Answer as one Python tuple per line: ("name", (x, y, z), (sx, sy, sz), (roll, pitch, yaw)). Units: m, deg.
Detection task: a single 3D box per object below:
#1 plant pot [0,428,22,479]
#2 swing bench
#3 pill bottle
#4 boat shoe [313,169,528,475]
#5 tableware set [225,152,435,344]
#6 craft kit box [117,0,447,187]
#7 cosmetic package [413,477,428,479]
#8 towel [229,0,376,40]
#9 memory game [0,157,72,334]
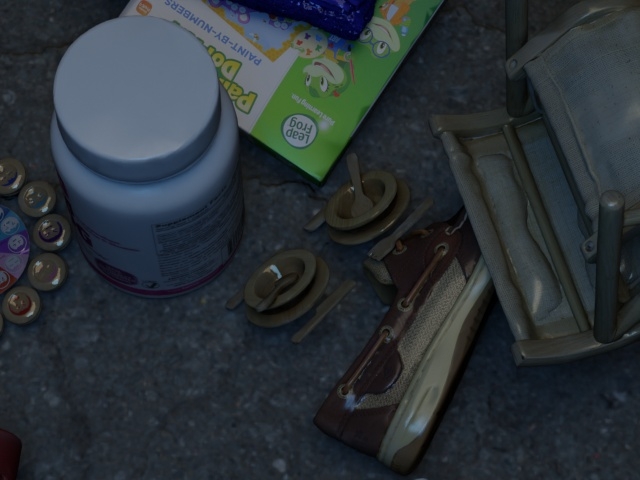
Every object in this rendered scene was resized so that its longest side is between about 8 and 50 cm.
("plant pot", (-0.355, 0.232, 1.482), (0.191, 0.191, 0.174), (6, 76, 2))
("swing bench", (0.225, -0.071, 1.453), (0.165, 0.254, 0.253), (-8, 60, -18))
("pill bottle", (-0.149, -0.070, 1.553), (0.160, 0.283, 0.160), (0, 67, -1))
("boat shoe", (0.096, 0.038, 1.605), (0.123, 0.123, 0.342), (22, 73, 10))
("tableware set", (0.000, 0.000, 1.617), (0.194, 0.039, 0.128), (-45, 33, -16))
("craft kit box", (-0.034, -0.220, 1.691), (0.250, 0.061, 0.246), (33, 88, 2))
("cosmetic package", (0.098, 0.439, 1.377), (0.162, 0.230, 0.453), (-22, 69, -9))
("towel", (-0.069, -0.333, 1.636), (0.308, 0.076, 0.227), (19, 86, 1))
("memory game", (-0.320, 0.008, 1.650), (0.186, 0.012, 0.186), (-2, 71, 7))
